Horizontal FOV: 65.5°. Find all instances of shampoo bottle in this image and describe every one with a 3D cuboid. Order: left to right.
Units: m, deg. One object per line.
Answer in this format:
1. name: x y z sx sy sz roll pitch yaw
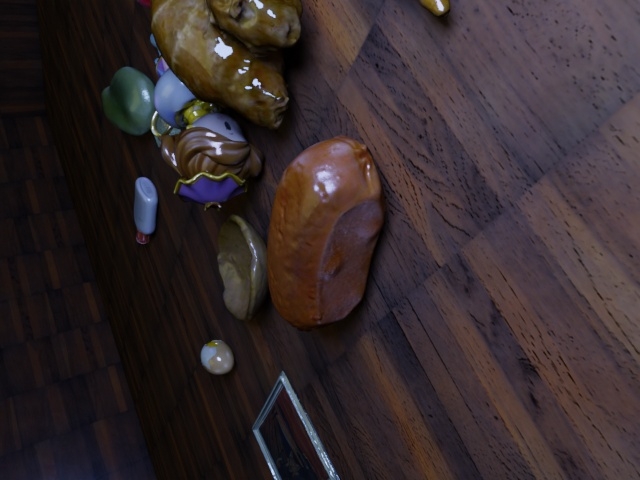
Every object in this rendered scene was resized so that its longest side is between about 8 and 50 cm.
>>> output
1. shampoo bottle: -0.508 -0.075 1.441 0.108 0.051 0.221 55 142 27

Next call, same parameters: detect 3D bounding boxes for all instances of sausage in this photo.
1. sausage: -0.002 -0.001 0.597 0.133 0.133 0.259 47 139 39

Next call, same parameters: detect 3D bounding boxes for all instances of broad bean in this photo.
1. broad bean: -0.475 -0.341 1.250 0.228 0.100 0.169 -19 92 57

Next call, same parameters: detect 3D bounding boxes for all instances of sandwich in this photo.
1. sandwich: -0.354 -0.248 1.146 0.105 0.035 0.093 -47 63 55

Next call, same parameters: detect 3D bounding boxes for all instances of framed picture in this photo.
1. framed picture: -0.061 0.398 0.942 0.216 0.016 0.273 57 144 29

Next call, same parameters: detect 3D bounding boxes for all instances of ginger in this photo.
1. ginger: -0.114 -0.324 0.638 0.274 0.152 0.358 12 112 43

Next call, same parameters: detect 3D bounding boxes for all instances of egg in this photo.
1. egg: -0.226 0.262 1.103 0.083 0.071 0.071 25 122 48

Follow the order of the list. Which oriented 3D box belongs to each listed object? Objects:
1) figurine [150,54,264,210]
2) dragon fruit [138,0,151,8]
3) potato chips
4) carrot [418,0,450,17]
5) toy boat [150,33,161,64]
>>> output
1. figurine: -0.185 -0.175 0.800 0.189 0.142 0.264 -27 73 23
2. dragon fruit: -0.274 -0.458 0.854 0.274 0.126 0.161 17 115 55
3. potato chips: -0.129 0.051 0.877 0.195 0.061 0.208 49 140 46
4. carrot: 0.038 -0.337 0.471 0.336 0.069 0.069 61 145 18
5. toy boat: -0.286 -0.332 0.952 0.207 0.078 0.134 42 144 46
